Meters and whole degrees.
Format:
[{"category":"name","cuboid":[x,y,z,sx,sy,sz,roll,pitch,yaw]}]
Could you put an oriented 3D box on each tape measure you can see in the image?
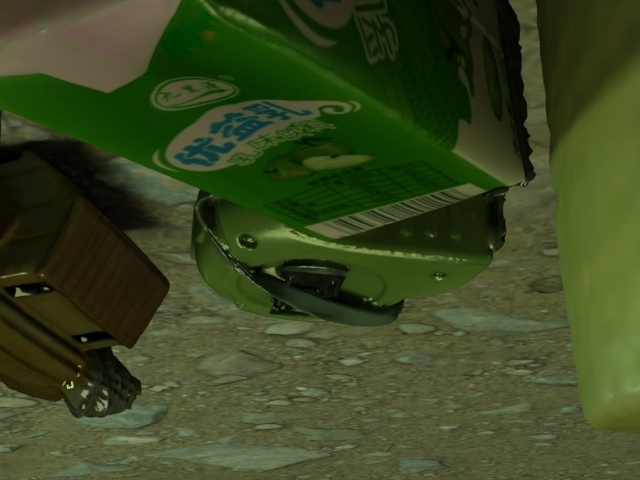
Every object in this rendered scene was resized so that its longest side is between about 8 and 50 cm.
[{"category":"tape measure","cuboid":[0.000,0.000,0.861,0.200,0.106,0.175,7,155,-19]}]

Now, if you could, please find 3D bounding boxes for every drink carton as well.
[{"category":"drink carton","cuboid":[-0.019,-0.108,0.482,0.108,0.161,0.271,-14,162,26]}]

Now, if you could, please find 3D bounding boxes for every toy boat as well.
[{"category":"toy boat","cuboid":[-0.212,0.020,0.864,0.162,0.135,0.445,-11,158,10]}]

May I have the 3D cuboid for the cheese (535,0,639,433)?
[{"category":"cheese","cuboid":[0.214,-0.058,0.493,0.243,0.265,0.124,0,160,-5]}]
